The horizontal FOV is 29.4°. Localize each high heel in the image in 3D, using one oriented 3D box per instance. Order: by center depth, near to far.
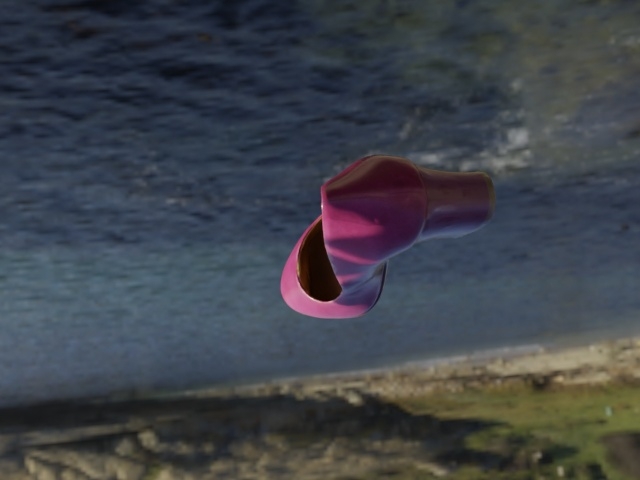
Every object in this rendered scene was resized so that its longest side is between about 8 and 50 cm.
[{"bbox_3d":[0.000,0.000,1.235,0.181,0.127,0.377,-1,160,-29],"label":"high heel"}]
